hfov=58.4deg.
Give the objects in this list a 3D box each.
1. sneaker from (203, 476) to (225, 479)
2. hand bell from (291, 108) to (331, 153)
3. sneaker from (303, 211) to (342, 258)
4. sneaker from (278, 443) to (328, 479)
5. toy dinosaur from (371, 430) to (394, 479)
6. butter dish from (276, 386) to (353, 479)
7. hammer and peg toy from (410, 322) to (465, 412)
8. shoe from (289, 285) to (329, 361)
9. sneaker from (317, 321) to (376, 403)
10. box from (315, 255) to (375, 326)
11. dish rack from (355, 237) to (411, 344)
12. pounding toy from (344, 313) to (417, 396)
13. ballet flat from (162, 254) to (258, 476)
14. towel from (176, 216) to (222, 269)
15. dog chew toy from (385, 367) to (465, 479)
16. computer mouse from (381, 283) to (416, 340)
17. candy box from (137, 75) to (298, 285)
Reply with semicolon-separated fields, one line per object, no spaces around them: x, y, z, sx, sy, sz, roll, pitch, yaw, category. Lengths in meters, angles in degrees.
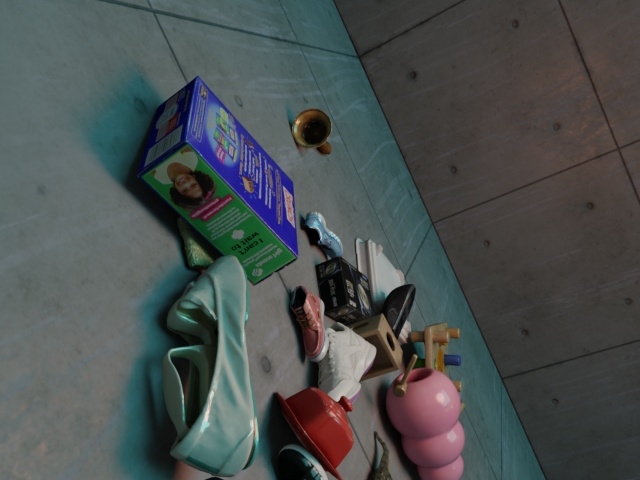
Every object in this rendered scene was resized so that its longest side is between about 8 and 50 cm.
-0.117;0.416;0.859;0.132;0.086;0.229;-69;143;-67;sneaker
0.000;-0.326;1.859;0.242;0.126;0.126;31;40;-74;hand bell
0.000;0.000;1.585;0.162;0.063;0.073;52;43;-25;sneaker
-0.029;0.476;0.991;0.217;0.079;0.121;67;22;0;sneaker
0.157;0.579;1.361;0.118;0.064;0.268;56;20;-11;toy dinosaur
0.010;0.346;1.099;0.160;0.118;0.160;57;-11;-23;butter dish
0.393;0.461;1.916;0.266;0.127;0.362;8;79;-65;hammer and peg toy
-0.031;0.187;1.307;0.081;0.063;0.178;44;29;-36;shoe
0.026;0.294;1.310;0.152;0.114;0.305;44;24;-1;sneaker
0.071;0.147;1.556;0.180;0.077;0.148;39;35;-51;box
0.217;0.167;1.898;0.285;0.072;0.333;49;29;-40;dish rack
0.170;0.302;1.494;0.206;0.181;0.094;62;22;-14;pounding toy
-0.178;0.160;0.890;0.139;0.139;0.400;46;22;-42;ballet flat
-0.214;0.007;1.091;0.148;0.027;0.110;10;61;-67;towel
0.304;0.529;1.587;0.206;0.206;0.332;-30;105;-69;dog chew toy
0.203;0.231;1.676;0.272;0.072;0.189;-58;155;-35;computer mouse
-0.180;-0.115;1.105;0.317;0.122;0.268;47;21;-33;candy box
